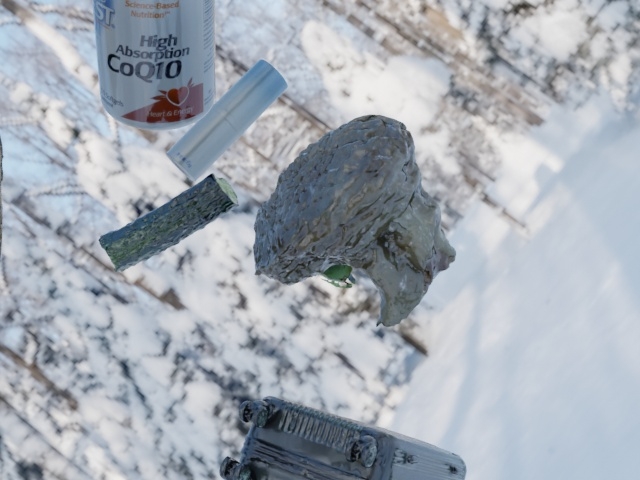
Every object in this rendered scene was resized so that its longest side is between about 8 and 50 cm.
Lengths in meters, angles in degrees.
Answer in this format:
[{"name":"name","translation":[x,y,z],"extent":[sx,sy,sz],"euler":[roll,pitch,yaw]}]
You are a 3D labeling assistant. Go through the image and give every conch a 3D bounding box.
[{"name":"conch","translation":[0.000,0.000,1.407],"extent":[0.079,0.106,0.170],"euler":[-22,28,-20]}]

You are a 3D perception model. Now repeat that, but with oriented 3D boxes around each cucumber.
[{"name":"cucumber","translation":[-0.185,-0.019,1.250],"extent":[0.187,0.058,0.058],"euler":[-27,4,19]}]

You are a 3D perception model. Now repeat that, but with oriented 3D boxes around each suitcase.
[{"name":"suitcase","translation":[0.036,0.280,1.214],"extent":[0.312,0.202,0.128],"euler":[30,-105,-58]}]

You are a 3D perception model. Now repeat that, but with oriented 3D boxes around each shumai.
[{"name":"shumai","translation":[0.042,-0.011,1.010],"extent":[0.206,0.175,0.166],"euler":[-31,30,38]}]

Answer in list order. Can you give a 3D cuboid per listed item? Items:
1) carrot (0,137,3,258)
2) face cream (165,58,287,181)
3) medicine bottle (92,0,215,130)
[{"name":"carrot","translation":[-0.339,-0.002,1.018],"extent":[0.049,0.049,0.255],"euler":[88,176,-82]},{"name":"face cream","translation":[-0.171,-0.221,1.871],"extent":[0.250,0.077,0.077],"euler":[-46,-6,-7]},{"name":"medicine bottle","translation":[-0.214,-0.299,1.307],"extent":[0.157,0.157,0.289],"euler":[-48,-29,-45]}]
